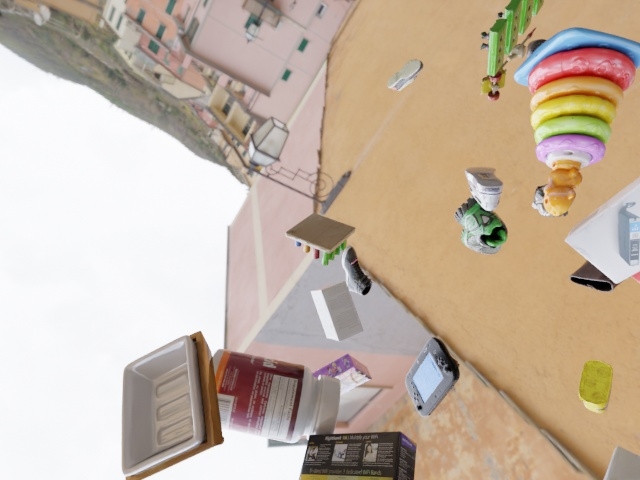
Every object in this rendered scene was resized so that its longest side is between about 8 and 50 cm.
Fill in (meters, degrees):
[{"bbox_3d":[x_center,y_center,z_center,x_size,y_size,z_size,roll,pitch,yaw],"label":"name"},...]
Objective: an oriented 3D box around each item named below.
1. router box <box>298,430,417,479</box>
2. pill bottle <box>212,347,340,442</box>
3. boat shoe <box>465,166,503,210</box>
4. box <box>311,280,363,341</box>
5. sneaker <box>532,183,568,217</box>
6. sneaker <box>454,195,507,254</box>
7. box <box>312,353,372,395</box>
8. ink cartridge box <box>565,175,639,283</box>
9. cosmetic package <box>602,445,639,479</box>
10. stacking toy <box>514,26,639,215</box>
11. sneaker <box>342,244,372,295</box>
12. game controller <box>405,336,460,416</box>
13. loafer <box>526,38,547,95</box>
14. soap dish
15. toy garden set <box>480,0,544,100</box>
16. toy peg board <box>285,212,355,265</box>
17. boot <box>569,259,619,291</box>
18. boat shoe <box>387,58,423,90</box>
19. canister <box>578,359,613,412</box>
[{"bbox_3d":[0.075,0.609,1.038,0.081,0.309,0.242,44,-137,-28],"label":"router box"},{"bbox_3d":[-0.149,0.473,1.275,0.393,0.224,0.224,13,-152,-3],"label":"pill bottle"},{"bbox_3d":[0.486,-0.162,1.274,0.095,0.084,0.258,2,-156,15],"label":"boat shoe"},{"bbox_3d":[0.052,0.229,1.382,0.091,0.130,0.170,-19,-92,-19],"label":"box"},{"bbox_3d":[0.842,-0.152,1.560,0.078,0.106,0.234,-4,-164,10],"label":"sneaker"},{"bbox_3d":[0.558,-0.015,1.431,0.344,0.134,0.146,33,-161,-54],"label":"sneaker"},{"bbox_3d":[0.021,0.524,1.526,0.201,0.293,0.057,48,-167,-51],"label":"box"},{"bbox_3d":[0.685,-0.010,0.798,0.261,0.296,0.066,43,-129,12],"label":"ink cartridge box"},{"bbox_3d":[0.878,0.852,1.108,0.328,0.393,0.329,20,-134,39],"label":"cosmetic package"},{"bbox_3d":[0.434,-0.187,0.733,0.166,0.301,0.175,13,171,-6],"label":"stacking toy"},{"bbox_3d":[0.202,0.164,2.227,0.105,0.295,0.147,-31,-142,-33],"label":"sneaker"},{"bbox_3d":[0.387,0.485,1.496,0.067,0.319,0.166,-10,-134,-27],"label":"game controller"},{"bbox_3d":[0.714,-0.550,1.369,0.078,0.080,0.220,-85,-24,-49],"label":"loafer"},{"bbox_3d":[-0.353,0.393,1.011,0.118,0.229,0.290,53,-168,-49],"label":"soap dish"},{"bbox_3d":[0.427,-0.463,0.955,0.049,0.244,0.203,28,163,30],"label":"toy garden set"},{"bbox_3d":[0.000,0.000,1.326,0.161,0.079,0.161,21,-145,25],"label":"toy peg board"},{"bbox_3d":[0.744,0.045,1.137,0.090,0.207,0.248,66,169,-15],"label":"boot"},{"bbox_3d":[0.242,-0.458,1.178,0.043,0.137,0.049,14,-105,-25],"label":"boat shoe"},{"bbox_3d":[0.826,0.440,1.264,0.073,0.126,0.170,9,158,39],"label":"canister"}]
